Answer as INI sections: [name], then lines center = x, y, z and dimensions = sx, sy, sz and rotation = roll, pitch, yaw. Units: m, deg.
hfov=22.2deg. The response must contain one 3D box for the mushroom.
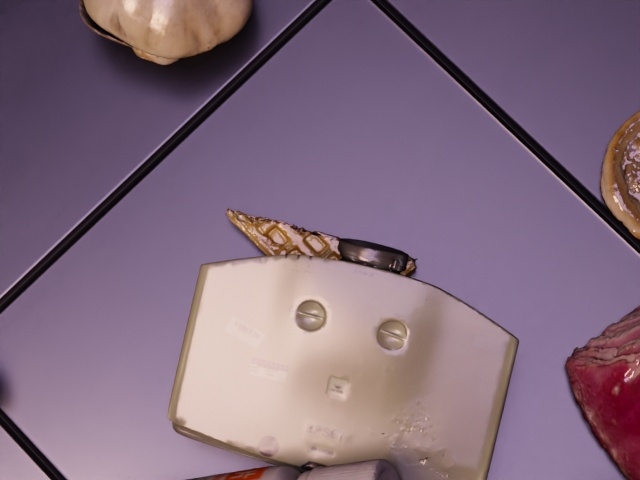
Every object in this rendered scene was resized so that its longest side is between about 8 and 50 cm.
[mushroom]
center = -0.135, -0.216, 1.437
dimensions = 0.154, 0.122, 0.154
rotation = 4, 41, -3

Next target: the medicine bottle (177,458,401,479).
[medicine bottle]
center = -0.057, 0.253, 1.291
dimensions = 0.252, 0.144, 0.144
rotation = -10, 77, 18

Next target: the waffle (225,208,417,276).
[waffle]
center = 0.000, 0.000, 1.426
dimensions = 0.097, 0.023, 0.152
rotation = -43, 80, -6

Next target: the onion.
[onion]
center = 0.362, 0.128, 1.337
dimensions = 0.250, 0.111, 0.247
rotation = -33, 77, -5

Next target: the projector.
[projector]
center = 0.023, 0.097, 1.355
dimensions = 0.270, 0.088, 0.193
rotation = 13, 94, 6

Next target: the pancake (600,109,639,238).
[pancake]
center = 0.312, -0.056, 1.420
dimensions = 0.140, 0.022, 0.139
rotation = -1, 78, 4
